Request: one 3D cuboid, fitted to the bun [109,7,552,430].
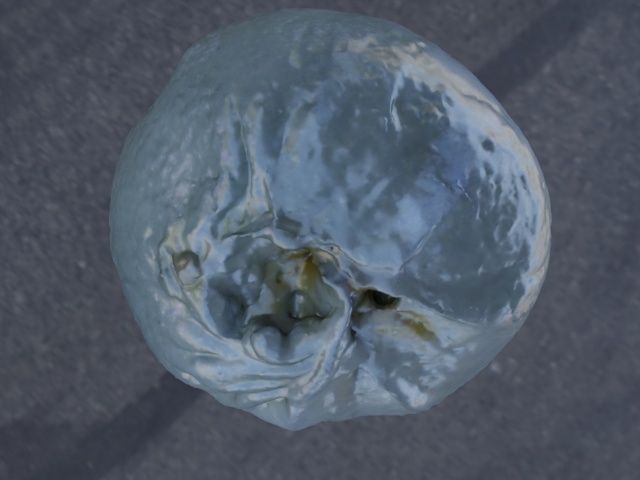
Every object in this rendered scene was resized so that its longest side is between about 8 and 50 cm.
[{"bbox_3d":[0.000,0.000,0.521,0.140,0.083,0.141,5,116,10],"label":"bun"}]
